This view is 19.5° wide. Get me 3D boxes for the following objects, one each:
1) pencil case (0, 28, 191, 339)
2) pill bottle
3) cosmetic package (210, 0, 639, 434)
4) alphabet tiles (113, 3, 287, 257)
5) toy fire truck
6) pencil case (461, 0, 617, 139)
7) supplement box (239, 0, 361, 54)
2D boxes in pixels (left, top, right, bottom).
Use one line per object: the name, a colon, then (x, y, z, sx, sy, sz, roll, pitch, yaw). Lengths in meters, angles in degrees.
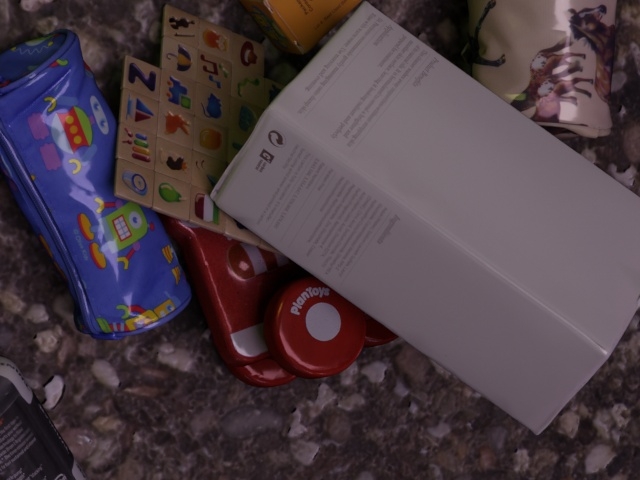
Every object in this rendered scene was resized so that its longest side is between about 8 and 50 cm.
pencil case: (-0.233, -0.047, 1.764, 0.133, 0.119, 0.306, -43, 118, -40)
pill bottle: (-0.315, 0.198, 1.766, 0.130, 0.130, 0.246, -35, 115, -17)
cosmetic package: (0.122, -0.024, 1.763, 0.385, 0.156, 0.217, 38, 46, 2)
alphabet tiles: (-0.107, -0.114, 1.803, 0.198, 0.009, 0.237, 20, 54, -29)
toy fire truck: (0.000, 0.000, 1.889, 0.302, 0.169, 0.254, -20, 90, -24)
pencil case: (0.218, -0.310, 1.919, 0.160, 0.183, 0.410, -8, 101, -46)
supplement box: (0.028, -0.293, 1.879, 0.233, 0.080, 0.078, -45, 116, -15)
